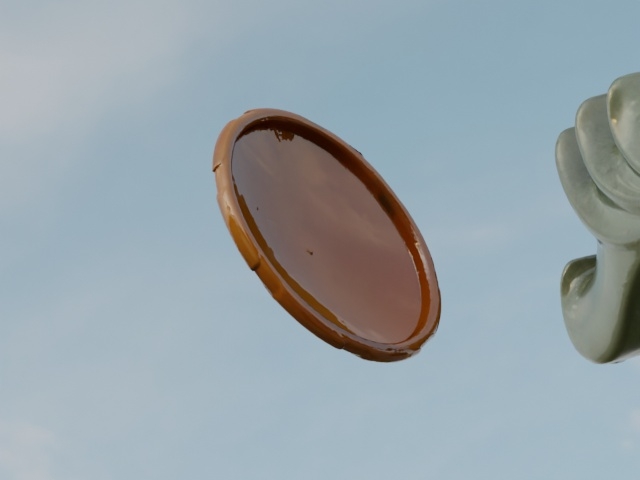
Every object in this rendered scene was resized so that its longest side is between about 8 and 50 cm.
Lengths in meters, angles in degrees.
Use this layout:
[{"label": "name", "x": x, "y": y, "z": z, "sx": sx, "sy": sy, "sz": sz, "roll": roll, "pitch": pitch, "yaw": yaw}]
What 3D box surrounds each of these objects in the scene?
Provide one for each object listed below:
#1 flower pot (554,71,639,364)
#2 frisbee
[{"label": "flower pot", "x": 0.322, "y": -0.015, "z": 1.418, "sx": 0.165, "sy": 0.254, "sz": 0.367, "roll": -13, "pitch": 12, "yaw": -31}, {"label": "frisbee", "x": 0.000, "y": 0.000, "z": 1.155, "sx": 0.192, "sy": 0.192, "sz": 0.035, "roll": 27, "pitch": -52, "yaw": -35}]
